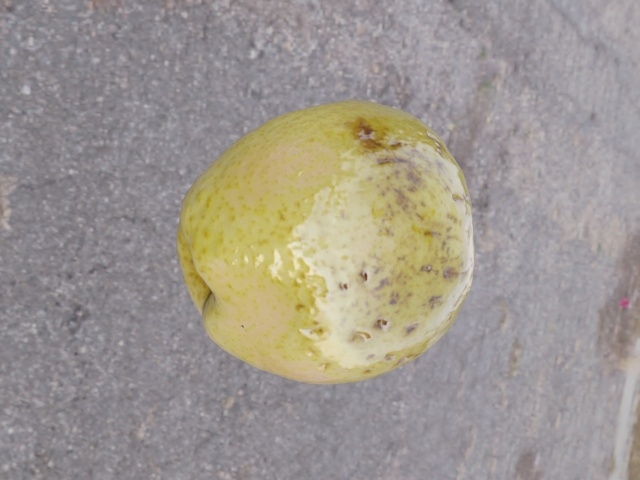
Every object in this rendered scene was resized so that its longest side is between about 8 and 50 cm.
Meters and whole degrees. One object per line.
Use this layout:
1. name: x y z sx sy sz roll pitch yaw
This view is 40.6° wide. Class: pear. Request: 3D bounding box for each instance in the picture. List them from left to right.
1. pear: 0.000 0.000 0.506 0.178 0.178 0.178 -35 130 -55
